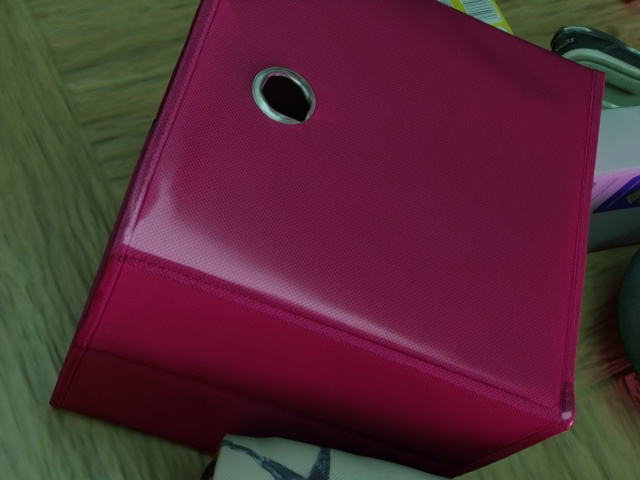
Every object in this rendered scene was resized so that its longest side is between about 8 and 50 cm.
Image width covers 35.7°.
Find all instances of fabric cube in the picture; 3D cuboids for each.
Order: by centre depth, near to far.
[{"bbox_3d":[0.000,0.000,0.651,0.258,0.259,0.254,21,59,-11],"label":"fabric cube"}]

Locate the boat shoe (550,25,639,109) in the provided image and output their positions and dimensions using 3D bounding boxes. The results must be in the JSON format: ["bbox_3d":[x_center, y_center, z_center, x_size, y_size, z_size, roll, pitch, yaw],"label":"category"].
[{"bbox_3d":[0.317,-0.130,0.939,0.233,0.084,0.079,26,35,-13],"label":"boat shoe"}]

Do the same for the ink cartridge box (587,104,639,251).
[{"bbox_3d":[0.288,-0.053,0.840,0.333,0.165,0.065,-7,66,-24],"label":"ink cartridge box"}]

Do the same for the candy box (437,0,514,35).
[{"bbox_3d":[0.141,-0.164,0.918,0.105,0.027,0.206,-18,73,-24],"label":"candy box"}]

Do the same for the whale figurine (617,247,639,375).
[{"bbox_3d":[0.353,0.046,0.846,0.272,0.141,0.216,-17,112,-45],"label":"whale figurine"}]

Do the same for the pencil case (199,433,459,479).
[{"bbox_3d":[0.095,0.230,0.597,0.410,0.183,0.160,12,51,-2],"label":"pencil case"}]
